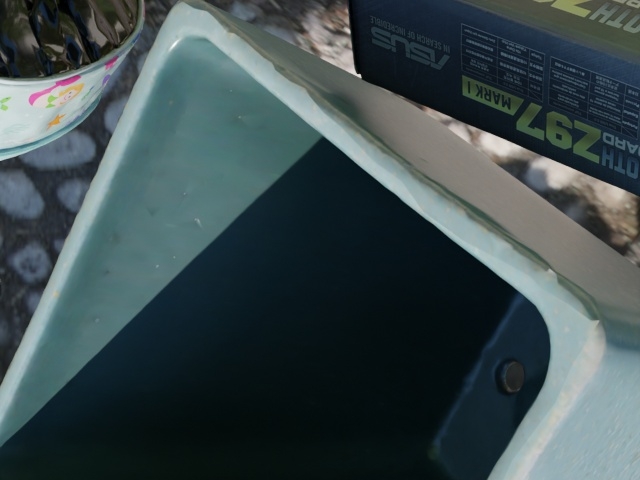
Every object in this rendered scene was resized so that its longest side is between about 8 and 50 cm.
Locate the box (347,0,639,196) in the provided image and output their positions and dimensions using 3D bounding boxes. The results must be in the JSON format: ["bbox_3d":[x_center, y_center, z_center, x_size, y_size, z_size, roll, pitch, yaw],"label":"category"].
[{"bbox_3d":[0.154,-0.089,0.471,0.183,0.232,0.059,-39,140,-32],"label":"box"}]

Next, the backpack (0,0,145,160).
[{"bbox_3d":[-0.259,-0.173,0.871,0.253,0.225,0.191,44,131,7],"label":"backpack"}]

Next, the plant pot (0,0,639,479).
[{"bbox_3d":[0.043,0.080,0.549,0.252,0.247,0.248,10,114,-46],"label":"plant pot"}]
